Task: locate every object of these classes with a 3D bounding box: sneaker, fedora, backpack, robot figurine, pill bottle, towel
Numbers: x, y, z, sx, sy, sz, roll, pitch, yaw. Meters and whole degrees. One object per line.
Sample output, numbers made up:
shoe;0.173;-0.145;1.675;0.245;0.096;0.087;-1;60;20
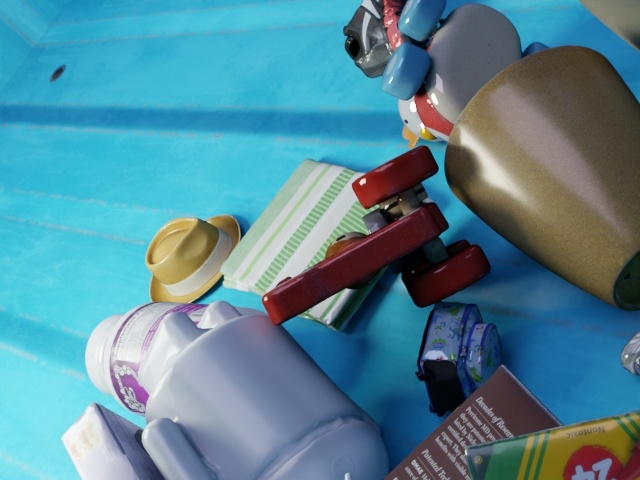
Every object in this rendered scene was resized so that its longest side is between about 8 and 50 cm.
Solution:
sneaker;0.096;-0.361;1.943;0.135;0.097;0.276;-28;39;22
fedora;-0.219;0.018;1.916;0.194;0.079;0.194;-28;38;25
sneaker;0.376;0.094;1.231;0.135;0.052;0.058;-53;44;4
backpack;0.164;0.131;1.371;0.084;0.105;0.114;-1;50;19
robot figurine;-0.060;0.226;1.360;0.353;0.300;0.199;46;129;27
pill bottle;-0.194;0.170;1.654;0.302;0.169;0.169;-1;55;48
towel;0.000;0.000;1.739;0.248;0.038;0.325;-53;33;-12

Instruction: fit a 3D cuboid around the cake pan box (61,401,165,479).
cake pan box;-0.151;0.326;1.344;0.070;0.246;0.267;-47;47;4

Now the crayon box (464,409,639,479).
crayon box;0.250;0.302;0.950;0.202;0.081;0.318;-15;74;13

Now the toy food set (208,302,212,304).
toy food set;-0.217;0.142;1.841;0.122;0.019;0.078;-35;36;17

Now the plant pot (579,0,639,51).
plant pot;0.430;-0.297;1.360;0.257;0.274;0.256;-28;39;25

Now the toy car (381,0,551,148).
toy car;0.172;-0.190;1.649;0.238;0.219;0.210;-50;19;55

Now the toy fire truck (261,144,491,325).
toy fire truck;0.049;0.017;1.441;0.254;0.169;0.302;-27;1;2

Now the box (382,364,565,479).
box;0.184;0.270;1.142;0.203;0.168;0.167;-45;34;2

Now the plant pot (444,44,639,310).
plant pot;0.303;-0.050;1.322;0.237;0.237;0.254;-41;49;8

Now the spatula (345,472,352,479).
spatula;0.047;0.359;1.167;0.019;0.242;0.168;-6;38;0
